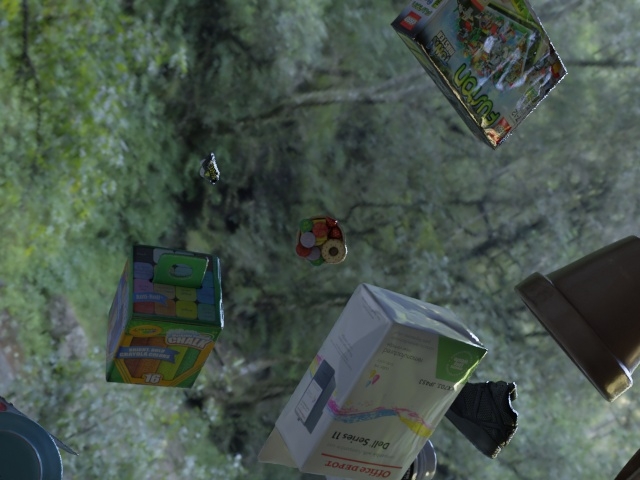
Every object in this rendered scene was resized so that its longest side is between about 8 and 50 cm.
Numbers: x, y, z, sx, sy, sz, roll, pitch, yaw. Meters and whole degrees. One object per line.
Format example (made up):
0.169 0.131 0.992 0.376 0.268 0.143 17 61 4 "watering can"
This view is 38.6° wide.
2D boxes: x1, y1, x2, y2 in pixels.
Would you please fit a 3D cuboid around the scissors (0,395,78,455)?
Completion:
-0.490 0.232 1.368 0.297 0.109 0.021 19 16 8 "scissors"

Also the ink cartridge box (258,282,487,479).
0.074 0.260 1.430 0.207 0.353 0.119 18 20 -34 "ink cartridge box"

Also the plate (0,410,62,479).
-0.460 0.333 1.289 0.188 0.188 0.024 61 -27 9 "plate"

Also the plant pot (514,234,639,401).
0.510 0.113 1.617 0.263 0.229 0.263 48 6 -7 "plant pot"

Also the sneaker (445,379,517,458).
0.273 0.277 1.679 0.227 0.130 0.087 43 -7 20 "sneaker"

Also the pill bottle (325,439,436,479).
0.124 0.455 1.868 0.208 0.119 0.119 1 46 -29 "pill bottle"

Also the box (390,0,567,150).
0.161 -0.186 0.895 0.036 0.114 0.207 45 4 41 "box"

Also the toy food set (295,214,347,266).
0.000 0.000 1.475 0.020 0.082 0.083 98 -13 -87 "toy food set"

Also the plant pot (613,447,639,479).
0.563 0.347 1.417 0.110 0.237 0.237 43 3 18 "plant pot"

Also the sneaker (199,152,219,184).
-0.193 -0.127 1.623 0.035 0.031 0.083 46 -17 9 "sneaker"

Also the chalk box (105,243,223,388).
-0.217 0.098 1.294 0.132 0.213 0.132 9 48 -20 "chalk box"
